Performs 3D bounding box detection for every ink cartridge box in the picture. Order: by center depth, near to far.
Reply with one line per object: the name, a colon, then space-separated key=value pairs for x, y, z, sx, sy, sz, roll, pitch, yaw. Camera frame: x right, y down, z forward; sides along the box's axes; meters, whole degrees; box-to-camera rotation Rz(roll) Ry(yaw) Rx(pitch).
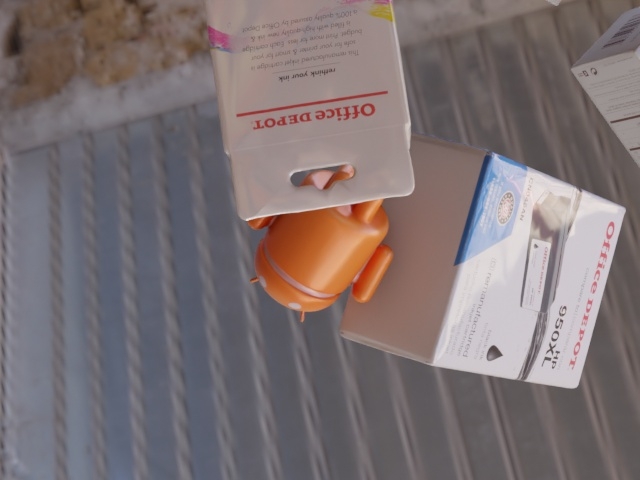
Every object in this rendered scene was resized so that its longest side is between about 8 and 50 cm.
ink cartridge box: x=-0.014 y=-0.197 z=1.595 sx=0.119 sy=0.207 sz=0.353 roll=69 pitch=14 yaw=-80
ink cartridge box: x=0.236 y=0.037 z=1.982 sx=0.395 sy=0.166 sz=0.285 roll=15 pitch=91 yaw=-52

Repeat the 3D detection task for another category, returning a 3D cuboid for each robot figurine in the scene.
robot figurine: x=0.002 y=0.001 z=1.804 sx=0.158 sy=0.219 sz=0.128 roll=15 pitch=33 yaw=-36

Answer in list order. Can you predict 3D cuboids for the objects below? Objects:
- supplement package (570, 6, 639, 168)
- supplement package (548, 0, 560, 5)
supplement package: x=0.361 y=-0.143 z=1.456 sx=0.179 sy=0.105 sz=0.105 roll=51 pitch=-25 yaw=-15
supplement package: x=0.238 y=-0.424 z=1.442 sx=0.199 sy=0.198 sz=0.263 roll=-55 pitch=174 yaw=-43
